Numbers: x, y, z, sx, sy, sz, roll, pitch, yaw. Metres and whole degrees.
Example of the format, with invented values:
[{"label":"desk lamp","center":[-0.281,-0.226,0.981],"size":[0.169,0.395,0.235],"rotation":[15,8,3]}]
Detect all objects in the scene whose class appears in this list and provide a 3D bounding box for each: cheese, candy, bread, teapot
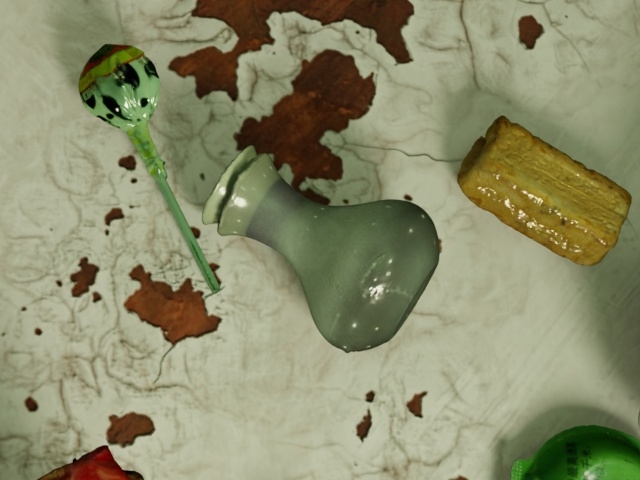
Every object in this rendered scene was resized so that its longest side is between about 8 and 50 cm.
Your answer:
[{"label":"cheese","center":[0.362,0.319,1.557],"size":[0.320,0.083,0.204],"rotation":[16,63,-10]},{"label":"candy","center":[-0.178,-0.082,1.550],"size":[0.091,0.083,0.305],"rotation":[-28,87,5]},{"label":"bread","center":[0.273,-0.057,1.675],"size":[0.211,0.083,0.114],"rotation":[33,58,-4]},{"label":"teapot","center":[0.000,0.000,1.523],"size":[0.250,0.183,0.183],"rotation":[33,63,8]}]

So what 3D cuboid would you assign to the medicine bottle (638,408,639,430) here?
[{"label":"medicine bottle","center":[0.497,0.108,1.576],"size":[0.245,0.245,0.306],"rotation":[29,54,-5]}]

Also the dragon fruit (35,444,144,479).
[{"label":"dragon fruit","center":[-0.234,0.350,1.311],"size":[0.330,0.302,0.240],"rotation":[52,20,-15]}]
